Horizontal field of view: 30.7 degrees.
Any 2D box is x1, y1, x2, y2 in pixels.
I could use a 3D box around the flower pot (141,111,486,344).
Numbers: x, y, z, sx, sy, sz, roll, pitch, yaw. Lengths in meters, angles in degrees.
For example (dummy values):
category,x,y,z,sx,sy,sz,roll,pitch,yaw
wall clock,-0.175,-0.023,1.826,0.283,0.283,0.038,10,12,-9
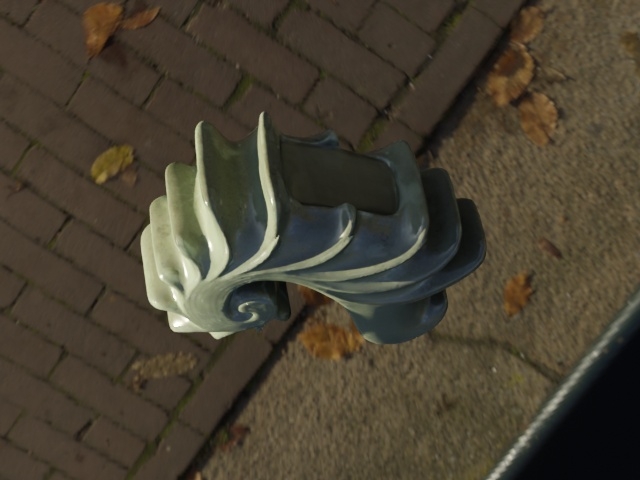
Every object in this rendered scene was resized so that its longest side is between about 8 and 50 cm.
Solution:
category,x,y,z,sx,sy,sz,roll,pitch,yaw
flower pot,0.000,0.000,1.280,0.367,0.165,0.254,7,139,-23
